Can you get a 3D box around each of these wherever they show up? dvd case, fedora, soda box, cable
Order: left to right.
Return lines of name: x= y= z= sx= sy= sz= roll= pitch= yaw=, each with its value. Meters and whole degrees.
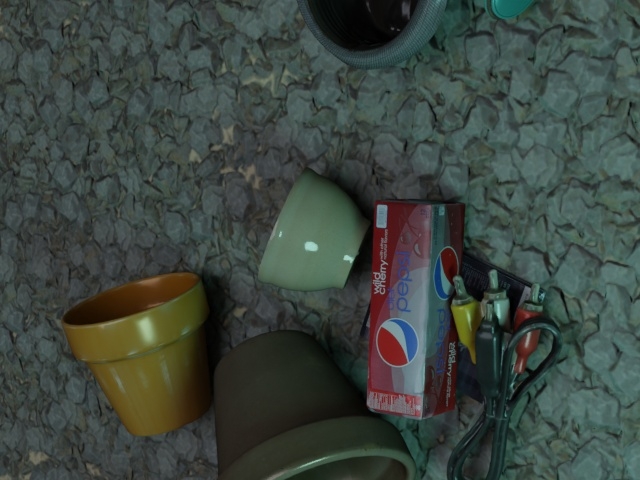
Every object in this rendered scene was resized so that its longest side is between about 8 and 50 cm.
fedora: x=0.083 y=-0.349 z=1.525 sx=0.244 sy=0.124 sz=0.275 roll=10 pitch=109 yaw=38
soda box: x=0.117 y=0.081 z=1.539 sx=0.083 sy=0.092 sz=0.263 roll=6 pitch=95 yaw=32
dvd case: x=0.161 y=0.093 z=1.579 sx=0.221 sy=0.018 sz=0.164 roll=28 pitch=109 yaw=32
cable: x=0.222 y=0.180 z=1.516 sx=0.139 sy=0.072 sz=0.287 roll=6 pitch=111 yaw=18

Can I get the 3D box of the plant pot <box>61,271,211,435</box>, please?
plant pot: x=-0.243 y=0.168 z=1.789 sx=0.205 sy=0.205 sz=0.188 roll=-6 pitch=106 yaw=37

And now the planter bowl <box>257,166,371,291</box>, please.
planter bowl: x=0.000 y=0.000 z=1.619 sx=0.109 sy=0.162 sz=0.162 roll=24 pitch=111 yaw=4

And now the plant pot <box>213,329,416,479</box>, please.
plant pot: x=-0.034 y=0.246 z=1.623 sx=0.263 sy=0.263 sz=0.229 roll=-45 pitch=50 yaw=31

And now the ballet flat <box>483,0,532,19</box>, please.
ballet flat: x=0.244 y=-0.377 z=1.444 sx=0.087 sy=0.083 sz=0.247 roll=51 pitch=124 yaw=50
